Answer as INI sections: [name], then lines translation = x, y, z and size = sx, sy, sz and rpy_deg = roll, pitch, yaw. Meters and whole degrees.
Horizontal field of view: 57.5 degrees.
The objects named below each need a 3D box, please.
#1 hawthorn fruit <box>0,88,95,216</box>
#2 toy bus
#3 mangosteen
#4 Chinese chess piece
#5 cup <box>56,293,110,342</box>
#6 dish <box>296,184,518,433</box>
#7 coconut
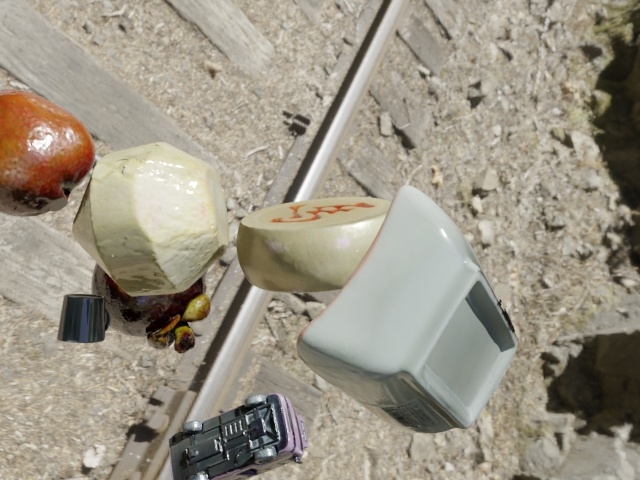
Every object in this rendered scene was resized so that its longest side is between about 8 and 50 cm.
[hawthorn fruit]
translation = -0.686, -0.205, 1.365
size = 0.295, 0.295, 0.311
rpy_deg = -12, 71, -42
[toy bus]
translation = -0.119, 0.304, 0.860
size = 0.108, 0.199, 0.096
rpy_deg = 45, 23, -53
[mangosteen]
translation = -0.390, 0.101, 1.394
size = 0.293, 0.297, 0.297
rpy_deg = 19, 62, 2
[Chinese chess piece]
translation = 0.000, 0.000, 0.930
size = 0.273, 0.273, 0.102
rpy_deg = -17, 107, -42
[cup]
translation = -0.408, 0.135, 1.023
size = 0.100, 0.078, 0.077
rpy_deg = 9, 86, -67
[dish]
translation = 0.090, 0.076, 0.456
size = 0.151, 0.077, 0.212
rpy_deg = -56, 141, -12
[coconut]
translation = -0.290, -0.036, 0.987
size = 0.259, 0.259, 0.259
rpy_deg = 12, 72, -39
